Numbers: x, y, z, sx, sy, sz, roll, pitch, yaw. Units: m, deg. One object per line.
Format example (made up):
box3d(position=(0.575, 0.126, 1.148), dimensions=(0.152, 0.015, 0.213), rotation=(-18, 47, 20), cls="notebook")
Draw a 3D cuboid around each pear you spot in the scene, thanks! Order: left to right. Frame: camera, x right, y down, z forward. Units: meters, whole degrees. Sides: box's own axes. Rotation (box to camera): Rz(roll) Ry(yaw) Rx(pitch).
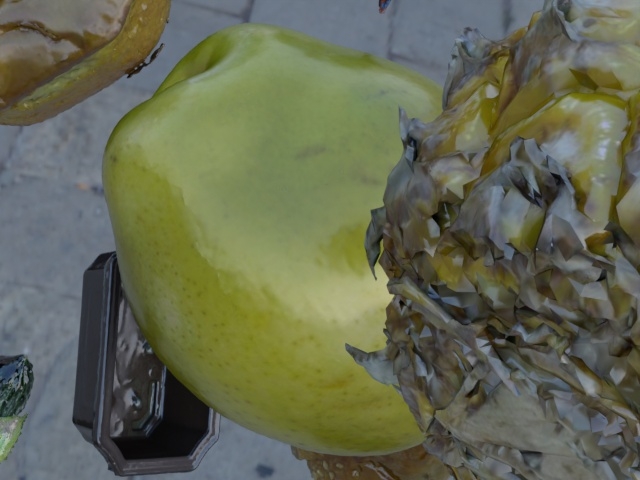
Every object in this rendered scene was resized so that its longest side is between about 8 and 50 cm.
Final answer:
box3d(position=(0.000, 0.000, 1.243), dimensions=(0.418, 0.362, 0.362), rotation=(46, 34, -17), cls="pear")

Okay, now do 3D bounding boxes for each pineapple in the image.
box3d(position=(0.192, 0.017, 0.565), dimensions=(0.300, 0.352, 0.352), rotation=(-36, 60, -22), cls="pineapple")

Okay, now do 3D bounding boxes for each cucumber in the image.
box3d(position=(-0.487, 0.287, 1.891), dimensions=(0.096, 0.359, 0.096), rotation=(22, 27, -12), cls="cucumber")

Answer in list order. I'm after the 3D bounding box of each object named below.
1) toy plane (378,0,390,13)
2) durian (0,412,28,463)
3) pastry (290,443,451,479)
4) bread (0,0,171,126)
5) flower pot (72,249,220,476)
box3d(position=(0.081, -0.322, 1.365), dimensions=(0.130, 0.189, 0.061), rotation=(3, 25, -41), cls="toy plane")
box3d(position=(-0.427, 0.221, 1.481), dimensions=(0.215, 0.100, 0.086), rotation=(0, 31, -35), cls="durian")
box3d(position=(0.097, 0.253, 1.961), dimensions=(0.255, 0.311, 0.162), rotation=(47, 41, 8), cls="pastry")
box3d(position=(-0.376, -0.319, 1.641), dimensions=(0.398, 0.398, 0.215), rotation=(37, 4, 23), cls="bread")
box3d(position=(-0.187, 0.115, 1.435), dimensions=(0.084, 0.251, 0.179), rotation=(3, -2, 39), cls="flower pot")
